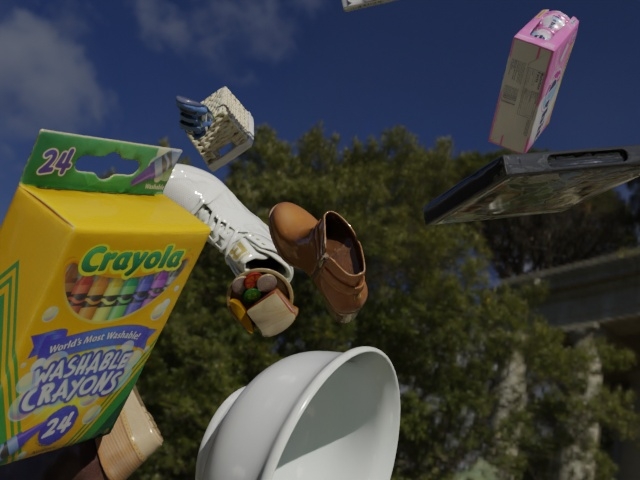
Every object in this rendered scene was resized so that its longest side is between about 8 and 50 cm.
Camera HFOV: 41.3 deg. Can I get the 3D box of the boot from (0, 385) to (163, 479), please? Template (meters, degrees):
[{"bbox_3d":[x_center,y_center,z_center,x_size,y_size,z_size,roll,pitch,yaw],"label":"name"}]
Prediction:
[{"bbox_3d":[-0.326,0.217,1.045,0.207,0.248,0.090,-30,-40,-9],"label":"boot"}]

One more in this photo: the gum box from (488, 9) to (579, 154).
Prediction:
[{"bbox_3d":[0.312,-0.235,1.245,0.062,0.107,0.188,25,-44,20],"label":"gum box"}]

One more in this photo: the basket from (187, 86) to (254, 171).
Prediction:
[{"bbox_3d":[-0.218,-0.245,1.839,0.113,0.167,0.103,-32,-64,13],"label":"basket"}]

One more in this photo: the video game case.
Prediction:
[{"bbox_3d":[0.315,-0.078,1.240,0.248,0.035,0.275,-6,-11,-17],"label":"video game case"}]

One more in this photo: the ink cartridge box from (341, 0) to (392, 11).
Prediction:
[{"bbox_3d":[0.122,-0.534,1.512,0.206,0.208,0.045,-11,4,8],"label":"ink cartridge box"}]

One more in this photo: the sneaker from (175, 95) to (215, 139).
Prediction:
[{"bbox_3d":[-0.245,-0.236,1.638,0.053,0.059,0.144,25,-5,15],"label":"sneaker"}]

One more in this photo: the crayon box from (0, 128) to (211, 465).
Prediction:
[{"bbox_3d":[-0.236,0.062,0.832,0.083,0.323,0.203,34,16,24],"label":"crayon box"}]

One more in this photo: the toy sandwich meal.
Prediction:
[{"bbox_3d":[-0.067,0.072,0.971,0.085,0.029,0.085,-3,-66,-6],"label":"toy sandwich meal"}]

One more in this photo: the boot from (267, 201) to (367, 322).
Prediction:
[{"bbox_3d":[0.000,0.000,1.064,0.197,0.073,0.152,52,-17,20],"label":"boot"}]

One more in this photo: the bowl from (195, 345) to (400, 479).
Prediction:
[{"bbox_3d":[-0.038,0.239,0.900,0.134,0.298,0.298,14,-24,28],"label":"bowl"}]

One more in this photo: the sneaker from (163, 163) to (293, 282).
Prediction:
[{"bbox_3d":[-0.164,-0.020,1.481,0.292,0.108,0.169,33,10,-31],"label":"sneaker"}]
